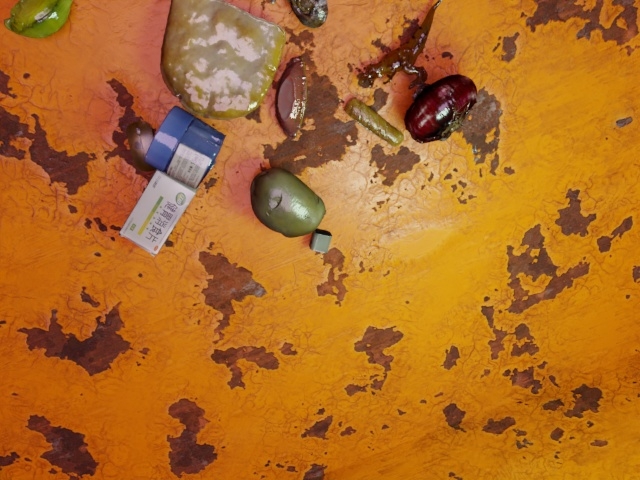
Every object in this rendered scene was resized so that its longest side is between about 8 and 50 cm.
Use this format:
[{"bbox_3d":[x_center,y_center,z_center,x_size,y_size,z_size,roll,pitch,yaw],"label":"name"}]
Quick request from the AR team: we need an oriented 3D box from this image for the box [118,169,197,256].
[{"bbox_3d":[-0.657,-0.124,1.811,0.173,0.145,0.333,33,102,-15],"label":"box"}]

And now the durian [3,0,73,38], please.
[{"bbox_3d":[-0.991,-0.792,1.565,0.250,0.101,0.139,-33,74,5],"label":"durian"}]

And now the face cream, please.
[{"bbox_3d":[-0.509,-0.349,1.692,0.225,0.249,0.249,30,103,-19],"label":"face cream"}]

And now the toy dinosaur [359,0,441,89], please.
[{"bbox_3d":[0.357,-0.715,1.754,0.432,0.097,0.208,-39,100,4],"label":"toy dinosaur"}]

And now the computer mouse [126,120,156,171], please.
[{"bbox_3d":[-0.705,-0.373,1.771,0.102,0.045,0.199,-10,111,-6],"label":"computer mouse"}]

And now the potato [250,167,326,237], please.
[{"bbox_3d":[-0.143,-0.146,1.824,0.243,0.221,0.326,-45,113,7],"label":"potato"}]

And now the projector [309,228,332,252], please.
[{"bbox_3d":[0.000,0.000,1.965,0.083,0.083,0.082,12,107,-10],"label":"projector"}]

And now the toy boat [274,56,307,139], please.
[{"bbox_3d":[-0.115,-0.561,1.753,0.140,0.099,0.318,13,109,18],"label":"toy boat"}]

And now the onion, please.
[{"bbox_3d":[0.464,-0.522,1.739,0.314,0.314,0.232,-36,80,6],"label":"onion"}]

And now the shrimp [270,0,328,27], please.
[{"bbox_3d":[-0.109,-0.920,1.613,0.343,0.145,0.116,45,58,-8],"label":"shrimp"}]

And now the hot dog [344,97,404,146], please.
[{"bbox_3d":[0.228,-0.486,1.836,0.285,0.061,0.088,27,93,-16],"label":"hot dog"}]

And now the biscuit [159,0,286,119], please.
[{"bbox_3d":[-0.371,-0.675,1.659,0.429,0.104,0.447,14,98,-12],"label":"biscuit"}]
